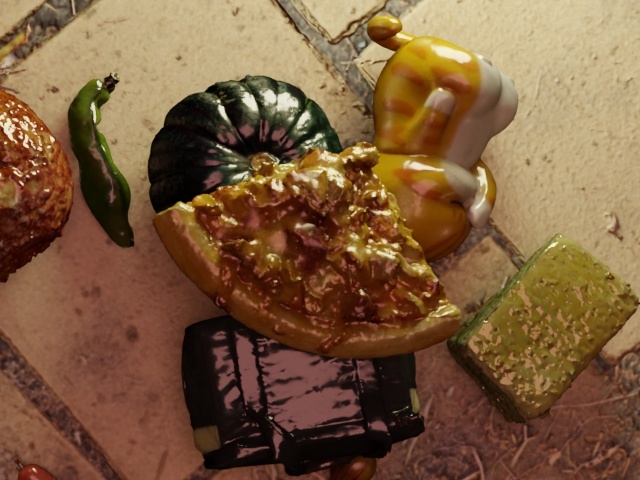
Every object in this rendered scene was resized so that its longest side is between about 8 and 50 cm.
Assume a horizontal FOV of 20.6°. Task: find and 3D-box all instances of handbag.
[{"bbox_3d":[-0.020,0.162,1.908,0.254,0.181,0.181,-8,82,-11],"label":"handbag"}]

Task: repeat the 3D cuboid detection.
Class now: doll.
[{"bbox_3d":[0.119,-0.099,1.950,0.162,0.167,0.269,6,78,31],"label":"doll"}]

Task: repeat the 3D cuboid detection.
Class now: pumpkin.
[{"bbox_3d":[-0.080,-0.071,1.911,0.221,0.162,0.220,3,81,-17],"label":"pumpkin"}]

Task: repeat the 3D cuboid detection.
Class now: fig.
[{"bbox_3d":[0.030,0.266,1.983,0.050,0.050,0.083,27,103,-9],"label":"fig"}]

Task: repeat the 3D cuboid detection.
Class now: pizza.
[{"bbox_3d":[0.000,0.000,1.801,0.336,0.086,0.226,22,84,-9],"label":"pizza"}]

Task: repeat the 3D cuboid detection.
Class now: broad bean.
[{"bbox_3d":[-0.243,-0.087,1.940,0.061,0.046,0.195,-5,88,-8],"label":"broad bean"}]

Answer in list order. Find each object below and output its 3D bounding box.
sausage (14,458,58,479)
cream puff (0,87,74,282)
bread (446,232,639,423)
[{"bbox_3d":[-0.240,0.324,1.935,0.253,0.034,0.034,41,82,-6],"label":"sausage"},{"bbox_3d":[-0.384,-0.056,1.859,0.240,0.164,0.240,-1,94,-8],"label":"cream puff"},{"bbox_3d":[0.250,0.100,1.997,0.138,0.102,0.196,44,79,-9],"label":"bread"}]
